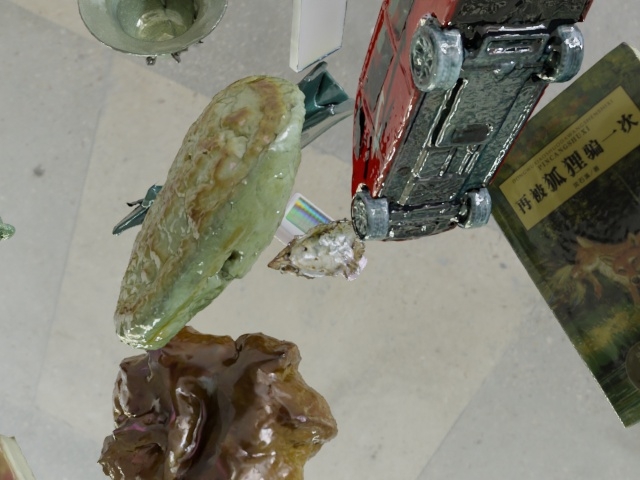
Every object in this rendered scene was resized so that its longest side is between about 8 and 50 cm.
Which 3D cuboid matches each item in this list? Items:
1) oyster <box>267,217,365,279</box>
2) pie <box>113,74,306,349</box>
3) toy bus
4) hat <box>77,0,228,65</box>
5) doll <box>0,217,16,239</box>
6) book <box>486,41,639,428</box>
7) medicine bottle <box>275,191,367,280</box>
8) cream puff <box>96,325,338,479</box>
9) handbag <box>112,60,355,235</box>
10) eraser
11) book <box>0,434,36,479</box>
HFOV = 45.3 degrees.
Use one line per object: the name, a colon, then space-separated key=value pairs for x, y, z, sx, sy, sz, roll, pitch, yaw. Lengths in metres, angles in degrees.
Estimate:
oyster: x=-0.002 y=0.009 z=0.950 sx=0.132 sy=0.086 sz=0.029 roll=12 pitch=168 yaw=-29
pie: x=-0.089 y=-0.027 z=0.644 sx=0.089 sy=0.201 sz=0.248 roll=29 pitch=104 yaw=-23
toy bus: x=0.064 y=-0.078 z=0.421 sx=0.081 sy=0.089 sz=0.195 roll=-7 pitch=147 yaw=-17
hat: x=-0.288 y=-0.400 z=1.367 sx=0.257 sy=0.257 sz=0.130 roll=20 pitch=159 yaw=5
doll: x=-0.448 y=-0.033 z=0.911 sx=0.115 sy=0.078 sz=0.150 roll=-9 pitch=134 yaw=32
book: x=0.219 y=-0.003 z=0.545 sx=0.160 sy=0.024 sz=0.228 roll=-42 pitch=66 yaw=35
medicine bottle: x=0.000 y=0.000 z=1.668 sx=0.219 sy=0.115 sz=0.078 roll=38 pitch=134 yaw=-6
cream puff: x=-0.112 y=0.200 z=0.786 sx=0.268 sy=0.241 sz=0.155 roll=22 pitch=156 yaw=23
handbag: x=-0.107 y=-0.110 z=1.019 sx=0.326 sy=0.238 sz=0.089 roll=-34 pitch=96 yaw=16
eraser: x=-0.003 y=-0.342 z=1.195 sx=0.023 sy=0.103 sz=0.150 roll=43 pitch=152 yaw=22
book: x=-0.219 y=0.287 z=0.274 sx=0.373 sy=0.028 sz=0.263 roll=-34 pitch=70 yaw=-6
